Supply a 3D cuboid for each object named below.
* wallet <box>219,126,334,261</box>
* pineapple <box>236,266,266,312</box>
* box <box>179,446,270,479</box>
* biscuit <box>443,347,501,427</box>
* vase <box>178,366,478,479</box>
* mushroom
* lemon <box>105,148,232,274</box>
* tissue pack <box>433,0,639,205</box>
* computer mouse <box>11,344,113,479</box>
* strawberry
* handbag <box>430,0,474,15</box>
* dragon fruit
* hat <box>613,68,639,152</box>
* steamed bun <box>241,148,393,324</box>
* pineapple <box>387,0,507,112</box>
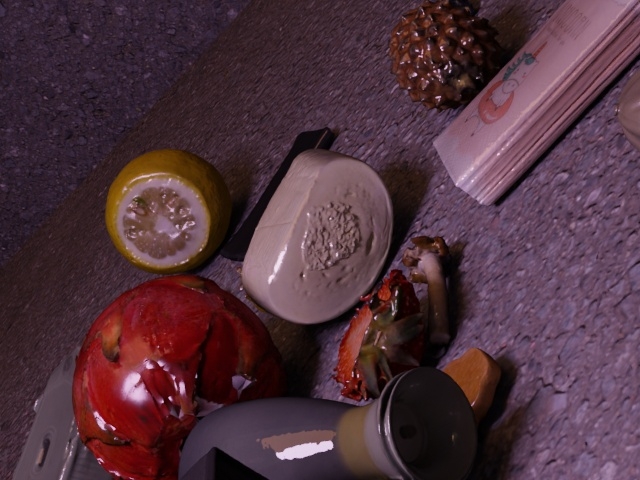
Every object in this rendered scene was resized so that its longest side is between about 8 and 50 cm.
[{"bbox_3d":[-0.078,-0.081,2.199,0.285,0.030,0.146,-58,24,-10],"label":"wallet"},{"bbox_3d":[-0.084,0.073,1.879,0.114,0.114,0.077,-45,40,33],"label":"pineapple"},{"bbox_3d":[-0.064,0.399,1.080,0.204,0.251,0.345,-46,23,19],"label":"box"},{"bbox_3d":[0.111,0.218,1.291,0.236,0.040,0.144,-53,26,5],"label":"biscuit"},{"bbox_3d":[0.008,0.222,1.264,0.321,0.173,0.173,-27,33,44],"label":"vase"},{"bbox_3d":[0.131,0.062,1.474,0.187,0.061,0.060,-89,12,-51],"label":"mushroom"},{"bbox_3d":[-0.286,-0.062,2.339,0.240,0.240,0.219,-48,8,15],"label":"lemon"},{"bbox_3d":[0.285,-0.199,1.540,0.325,0.071,0.170,-48,19,16],"label":"tissue pack"},{"bbox_3d":[-0.403,0.382,2.005,0.228,0.145,0.429,-12,57,51],"label":"computer mouse"},{"bbox_3d":[0.079,0.114,1.461,0.208,0.087,0.167,-106,35,-84],"label":"strawberry"},{"bbox_3d":[0.197,-0.375,2.040,0.115,0.072,0.139,-48,8,19],"label":"handbag"},{"bbox_3d":[-0.194,0.198,1.648,0.295,0.295,0.302,-49,34,11],"label":"dragon fruit"},{"bbox_3d":[0.388,-0.158,1.190,0.166,0.144,0.173,-81,11,-48],"label":"hat"},{"bbox_3d":[0.000,0.000,1.719,0.250,0.155,0.200,-62,18,-6],"label":"steamed bun"},{"bbox_3d":[0.184,-0.257,1.742,0.166,0.166,0.193,-47,33,16],"label":"pineapple"}]
